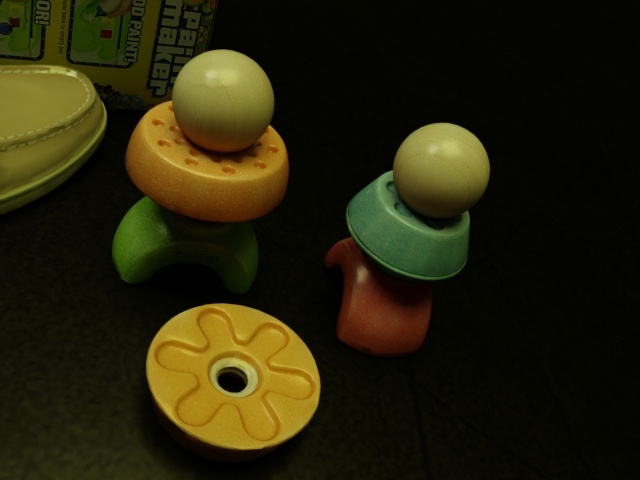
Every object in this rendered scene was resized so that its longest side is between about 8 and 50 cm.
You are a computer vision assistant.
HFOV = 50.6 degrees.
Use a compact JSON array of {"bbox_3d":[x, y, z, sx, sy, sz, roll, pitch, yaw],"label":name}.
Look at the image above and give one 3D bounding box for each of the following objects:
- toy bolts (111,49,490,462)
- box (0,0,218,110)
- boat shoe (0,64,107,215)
[{"bbox_3d":[0.000,0.000,0.413,0.229,0.158,0.218,5,42,-21],"label":"toy bolts"},{"bbox_3d":[-0.261,-0.269,0.582,0.279,0.177,0.290,-2,44,-28],"label":"box"},{"bbox_3d":[-0.258,-0.070,0.414,0.109,0.098,0.302,39,41,19],"label":"boat shoe"}]
